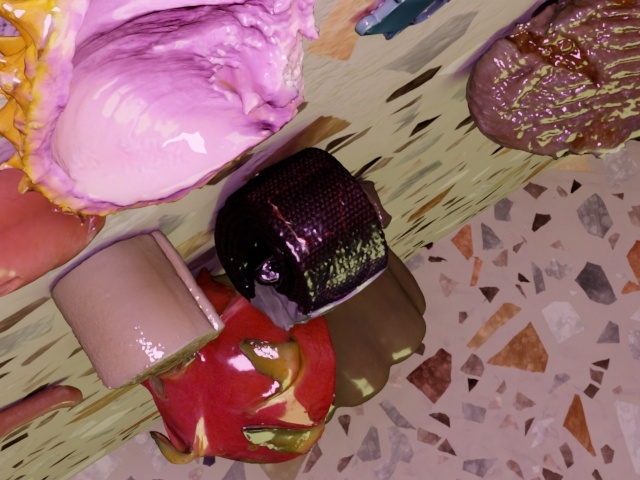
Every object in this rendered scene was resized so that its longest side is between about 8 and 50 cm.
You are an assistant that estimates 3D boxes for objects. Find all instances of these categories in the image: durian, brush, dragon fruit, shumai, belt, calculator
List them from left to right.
[{"bbox_3d":[-0.099,-0.125,0.565,0.191,0.112,0.341,-22,161,-13],"label":"durian"},{"bbox_3d":[-0.147,0.180,1.513,0.226,0.305,0.305,5,146,-41],"label":"dragon fruit"},{"bbox_3d":[-0.020,-0.002,1.291,0.164,0.184,0.289,-36,178,-20],"label":"belt"},{"bbox_3d":[0.000,0.000,1.747,0.071,0.084,0.301,-27,175,-45],"label":"brush"},{"bbox_3d":[0.086,-0.221,1.002,0.094,0.019,0.141,-39,172,32],"label":"calculator"},{"bbox_3d":[0.358,-0.267,1.476,0.346,0.217,0.283,-22,-154,9],"label":"shumai"}]

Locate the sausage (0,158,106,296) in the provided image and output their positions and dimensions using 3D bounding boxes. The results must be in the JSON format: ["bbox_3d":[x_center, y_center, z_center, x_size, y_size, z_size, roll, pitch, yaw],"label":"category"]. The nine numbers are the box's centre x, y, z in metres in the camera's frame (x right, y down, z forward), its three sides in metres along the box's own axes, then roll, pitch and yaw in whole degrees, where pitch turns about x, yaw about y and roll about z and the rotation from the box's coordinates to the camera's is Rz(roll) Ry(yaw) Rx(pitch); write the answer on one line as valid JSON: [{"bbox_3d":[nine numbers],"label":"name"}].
[{"bbox_3d":[-0.312,0.035,0.669,0.419,0.094,0.094,-26,146,-42],"label":"sausage"}]

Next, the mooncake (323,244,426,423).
[{"bbox_3d":[0.004,0.158,1.851,0.378,0.201,0.378,-40,-168,10],"label":"mooncake"}]

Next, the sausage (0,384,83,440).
[{"bbox_3d":[-0.442,0.261,1.620,0.186,0.043,0.043,-24,167,-47],"label":"sausage"}]

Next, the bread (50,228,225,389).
[{"bbox_3d":[-0.203,0.081,1.179,0.134,0.141,0.148,-42,168,38],"label":"bread"}]
